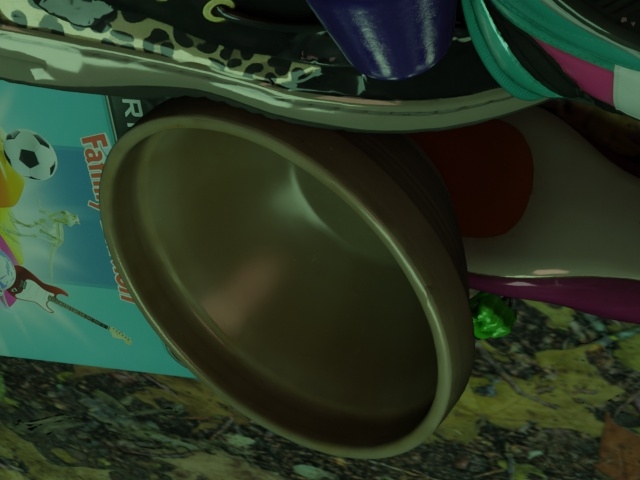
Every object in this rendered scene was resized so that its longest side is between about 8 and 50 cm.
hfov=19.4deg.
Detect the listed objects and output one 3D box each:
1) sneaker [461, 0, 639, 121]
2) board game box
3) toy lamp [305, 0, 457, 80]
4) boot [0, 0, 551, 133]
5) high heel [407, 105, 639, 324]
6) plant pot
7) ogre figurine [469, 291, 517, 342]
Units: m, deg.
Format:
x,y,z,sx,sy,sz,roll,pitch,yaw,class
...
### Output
x,y,z,sx,sy,sz,roll,pitch,yaw,class
0.173,-0.083,0.859,0.295,0.124,0.178,38,180,-15,sneaker
-0.189,-0.041,1.223,0.336,0.079,0.254,5,127,21,board game box
0.005,-0.181,0.756,0.080,0.080,0.275,4,136,22,toy lamp
-0.010,-0.198,0.880,0.377,0.138,0.284,5,138,-6,boot
0.184,0.015,1.163,0.377,0.127,0.181,11,157,20,high heel
0.000,0.000,1.056,0.237,0.110,0.237,27,141,24,plant pot
0.023,0.030,1.291,0.197,0.097,0.118,16,140,-18,ogre figurine
